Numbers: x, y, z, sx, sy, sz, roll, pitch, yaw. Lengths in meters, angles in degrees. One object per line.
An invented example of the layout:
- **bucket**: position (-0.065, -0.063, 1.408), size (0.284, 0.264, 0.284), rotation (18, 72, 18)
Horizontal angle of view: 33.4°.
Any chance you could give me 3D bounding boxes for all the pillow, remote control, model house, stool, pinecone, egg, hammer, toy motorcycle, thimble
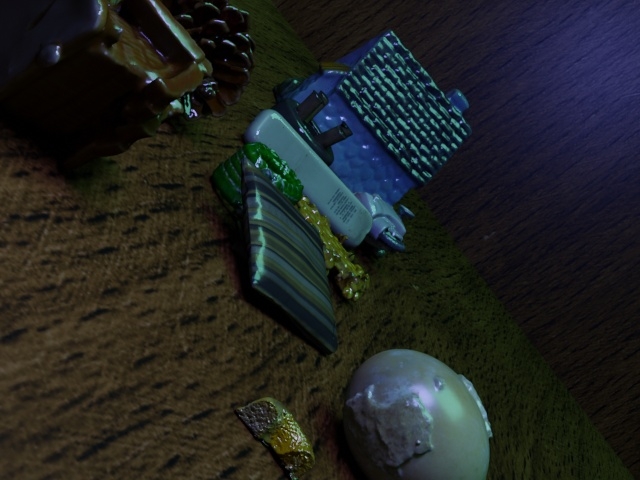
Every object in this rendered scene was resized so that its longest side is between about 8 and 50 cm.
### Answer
- **pillow**: position (-0.044, 0.021, 1.405), size (0.208, 0.052, 0.212), rotation (44, 30, -47)
- **remote control**: position (-0.016, -0.105, 1.899), size (0.309, 0.090, 0.038), rotation (46, -24, -25)
- **model house**: position (-0.226, -0.180, 1.075), size (0.229, 0.199, 0.220), rotation (31, 36, -51)
- **stool**: position (-0.036, -0.216, 2.013), size (0.153, 0.139, 0.228), rotation (43, 17, -42)
- **pinecone**: position (-0.180, -0.259, 1.519), size (0.185, 0.168, 0.212), rotation (29, 40, -39)
- **egg**: position (0.109, 0.221, 1.228), size (0.202, 0.164, 0.164), rotation (60, 13, 11)
- **model house**: position (0.131, -0.300, 2.424), size (0.360, 0.339, 0.297), rotation (48, 14, -17)
- **hammer**: position (-0.105, -0.002, 1.423), size (0.035, 0.019, 0.110), rotation (47, 7, -24)
- **toy motorcycle**: position (0.095, -0.051, 2.130), size (0.171, 0.110, 0.260), rotation (38, 9, -11)
- **thimble**: position (-0.089, -0.079, 1.520), size (0.118, 0.090, 0.130), rotation (48, 11, -8)

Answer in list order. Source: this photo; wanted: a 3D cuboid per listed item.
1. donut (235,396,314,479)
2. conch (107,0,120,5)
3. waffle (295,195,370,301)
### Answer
- **donut**: position (-0.039, 0.191, 1.042), size (0.083, 0.038, 0.067), rotation (57, 9, 29)
- **conch**: position (-0.289, -0.335, 1.552), size (0.089, 0.074, 0.121), rotation (55, 13, 30)
- **waffle**: position (0.000, 0.000, 1.734), size (0.229, 0.051, 0.231), rotation (51, 11, 8)
